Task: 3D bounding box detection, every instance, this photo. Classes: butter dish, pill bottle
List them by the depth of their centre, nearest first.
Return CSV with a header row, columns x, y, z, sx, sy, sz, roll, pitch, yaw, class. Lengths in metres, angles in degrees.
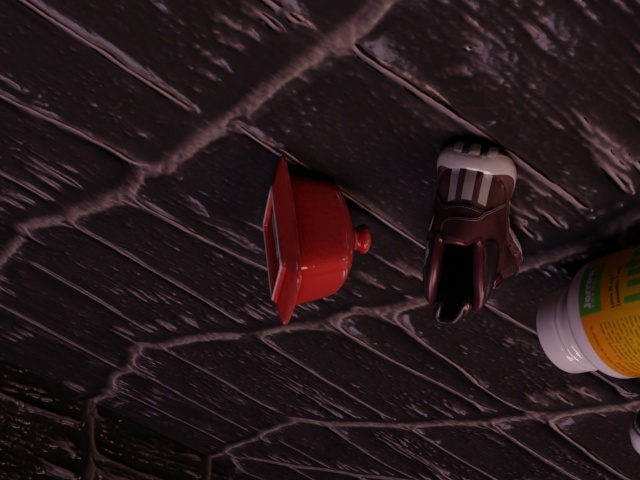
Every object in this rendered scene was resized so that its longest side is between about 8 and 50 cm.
x,y,z,sx,sy,sz,roll,pitch,yaw,class
0.350,0.071,0.939,0.136,0.136,0.246,29,150,-21,pill bottle
0.000,0.000,1.029,0.118,0.160,0.160,-3,155,-10,butter dish

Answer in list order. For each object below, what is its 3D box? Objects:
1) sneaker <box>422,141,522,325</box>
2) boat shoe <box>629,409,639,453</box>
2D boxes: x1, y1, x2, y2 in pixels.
x,y,z,sx,sy,sz,roll,pitch,yaw,class
0.151,0.034,0.956,0.106,0.162,0.281,7,151,19,sneaker
0.574,0.228,1.155,0.335,0.121,0.119,-4,123,26,boat shoe
